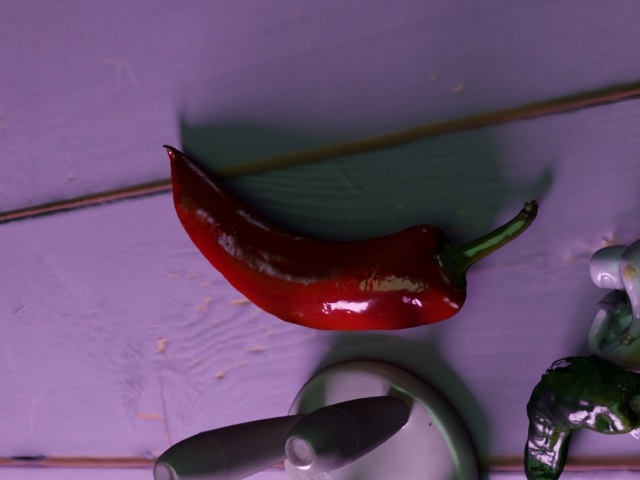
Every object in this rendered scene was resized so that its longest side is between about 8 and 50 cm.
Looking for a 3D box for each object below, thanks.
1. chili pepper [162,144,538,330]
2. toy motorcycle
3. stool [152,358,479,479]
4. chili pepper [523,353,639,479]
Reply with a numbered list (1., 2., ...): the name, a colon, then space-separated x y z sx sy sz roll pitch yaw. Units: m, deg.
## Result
1. chili pepper: -0.005 0.006 0.907 0.369 0.092 0.137 11 96 29
2. toy motorcycle: 0.260 0.047 0.746 0.151 0.074 0.228 45 131 11
3. stool: 0.002 0.213 0.881 0.195 0.199 0.195 -18 89 36
4. chili pepper: 0.183 0.130 0.793 0.073 0.050 0.182 56 158 18
